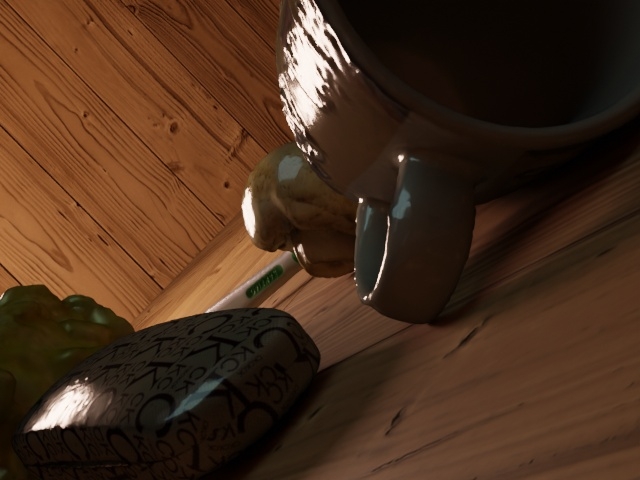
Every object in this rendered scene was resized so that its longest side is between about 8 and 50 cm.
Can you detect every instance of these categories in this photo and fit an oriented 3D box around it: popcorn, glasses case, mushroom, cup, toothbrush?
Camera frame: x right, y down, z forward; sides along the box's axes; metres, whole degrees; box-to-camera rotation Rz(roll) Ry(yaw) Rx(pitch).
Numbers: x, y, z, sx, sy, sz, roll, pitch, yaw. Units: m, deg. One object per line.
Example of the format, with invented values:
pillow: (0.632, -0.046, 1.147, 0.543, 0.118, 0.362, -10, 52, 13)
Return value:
popcorn: (-0.280, 0.167, 1.203, 0.241, 0.235, 0.250, 14, 32, 32)
glasses case: (-0.124, 0.119, 0.930, 0.137, 0.085, 0.354, -41, 12, -30)
mushroom: (0.005, -0.030, 1.075, 0.148, 0.112, 0.148, -6, -18, -2)
cup: (0.071, -0.082, 0.793, 0.257, 0.227, 0.301, 117, 166, -68)
toothbrush: (0.003, -0.001, 1.236, 0.040, 0.042, 0.418, -22, -13, -48)
